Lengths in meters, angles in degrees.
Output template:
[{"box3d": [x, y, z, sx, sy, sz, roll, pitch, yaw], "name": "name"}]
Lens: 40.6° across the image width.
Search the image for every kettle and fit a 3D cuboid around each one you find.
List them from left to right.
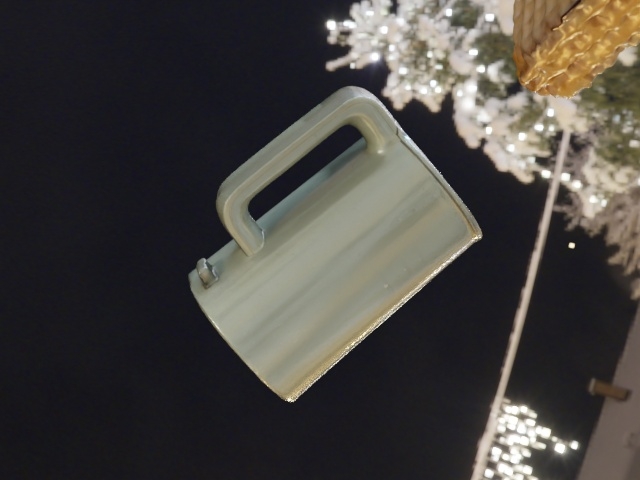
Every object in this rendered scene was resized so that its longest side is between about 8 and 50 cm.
[{"box3d": [0.001, 0.001, 1.065, 0.318, 0.205, 0.265, -39, -84, 1], "name": "kettle"}]

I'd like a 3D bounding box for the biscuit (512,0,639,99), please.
[{"box3d": [0.207, -0.201, 0.432, 0.054, 0.378, 0.094, 16, -116, -13], "name": "biscuit"}]
